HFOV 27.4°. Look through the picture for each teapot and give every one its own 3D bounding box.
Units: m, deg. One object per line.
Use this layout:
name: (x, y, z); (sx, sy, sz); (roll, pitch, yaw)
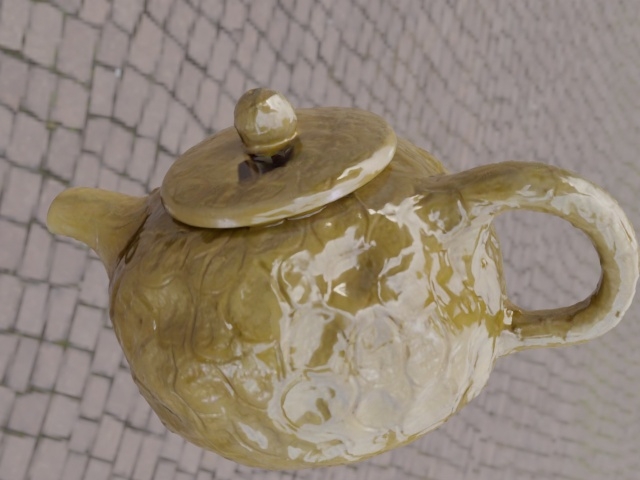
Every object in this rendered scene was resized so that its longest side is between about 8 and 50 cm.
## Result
teapot: (0.000, 0.000, 0.659); (0.203, 0.311, 0.167); (-56, 138, -52)
